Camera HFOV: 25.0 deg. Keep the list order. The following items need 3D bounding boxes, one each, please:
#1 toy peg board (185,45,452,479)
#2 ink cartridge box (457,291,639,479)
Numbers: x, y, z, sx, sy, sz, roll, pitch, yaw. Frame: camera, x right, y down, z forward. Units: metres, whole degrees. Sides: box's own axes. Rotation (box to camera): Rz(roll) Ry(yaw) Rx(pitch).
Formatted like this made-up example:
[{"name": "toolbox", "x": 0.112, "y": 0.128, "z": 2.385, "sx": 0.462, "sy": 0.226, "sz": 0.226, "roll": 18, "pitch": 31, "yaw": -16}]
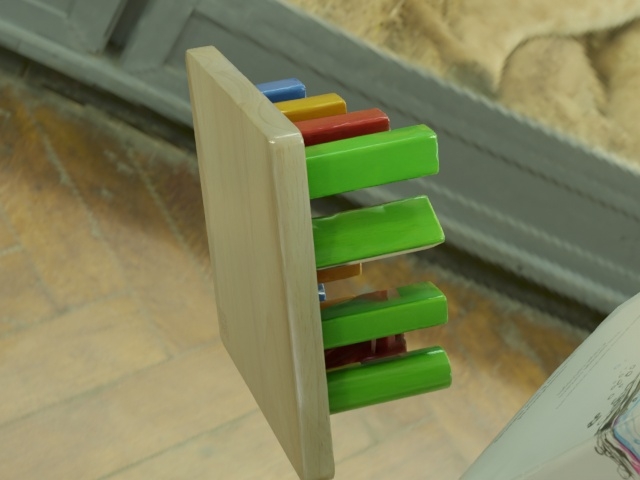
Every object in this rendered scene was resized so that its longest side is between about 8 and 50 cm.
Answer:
[{"name": "toy peg board", "x": 0.000, "y": 0.000, "z": 0.674, "sx": 0.079, "sy": 0.161, "sz": 0.160, "roll": -11, "pitch": 23, "yaw": -14}, {"name": "ink cartridge box", "x": 0.187, "y": 0.087, "z": 0.510, "sx": 0.171, "sy": 0.233, "sz": 0.168, "roll": 49, "pitch": 54, "yaw": 2}]
